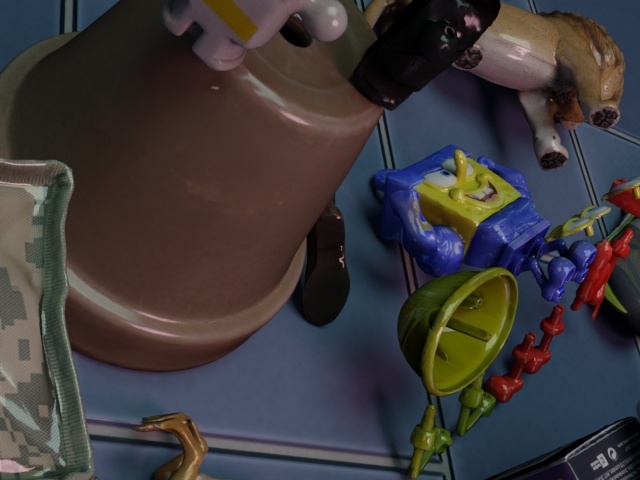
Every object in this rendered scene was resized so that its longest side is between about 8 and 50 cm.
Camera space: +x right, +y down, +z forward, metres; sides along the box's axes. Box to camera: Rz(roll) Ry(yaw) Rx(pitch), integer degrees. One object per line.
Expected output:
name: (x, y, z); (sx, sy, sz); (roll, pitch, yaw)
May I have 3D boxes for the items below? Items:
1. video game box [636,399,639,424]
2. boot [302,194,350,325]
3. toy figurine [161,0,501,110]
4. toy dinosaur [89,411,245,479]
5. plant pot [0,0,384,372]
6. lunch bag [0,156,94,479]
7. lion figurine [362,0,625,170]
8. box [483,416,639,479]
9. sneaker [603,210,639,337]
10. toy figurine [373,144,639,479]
video game box: (0.331, 0.193, 0.634); (0.187, 0.048, 0.205); (-3, 58, 1)
boot: (0.000, 0.000, 0.786); (0.037, 0.106, 0.114); (4, 25, -10)
toy figurine: (0.011, -0.195, 0.512); (0.209, 0.148, 0.213); (6, 58, -39)
toy dinosaur: (-0.081, 0.166, 0.599); (0.211, 0.064, 0.112); (-7, 84, -34)
plant pot: (-0.078, -0.076, 0.634); (0.263, 0.229, 0.263); (23, 47, -28)
lunch bag: (-0.274, 0.054, 0.365); (0.287, 0.235, 0.169); (7, 63, -39)
lion figurine: (0.186, -0.212, 1.031); (0.392, 0.142, 0.240); (23, 41, -22)
box: (0.201, 0.260, 0.693); (0.108, 0.153, 0.207); (-11, 69, -44)
sneaker: (0.397, 0.001, 1.069); (0.111, 0.121, 0.300); (46, 42, -5)
toy figurine: (0.115, 0.013, 0.846); (0.217, 0.191, 0.362); (34, 43, 28)
